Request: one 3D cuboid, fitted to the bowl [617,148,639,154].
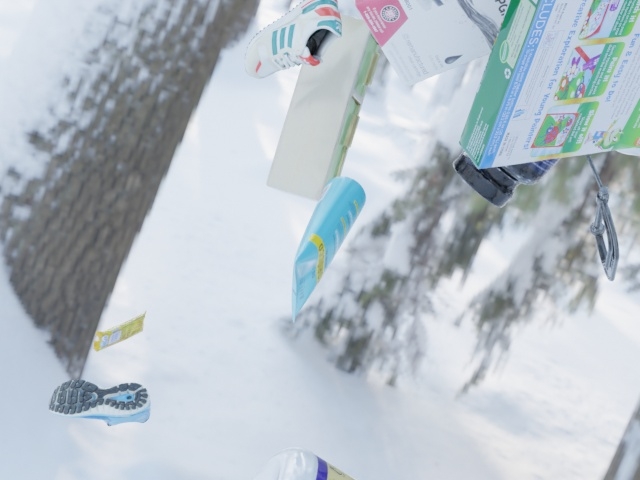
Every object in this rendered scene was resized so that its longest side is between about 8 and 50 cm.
[{"bbox_3d":[0.534,-0.281,2.111,0.134,0.298,0.298,-8,14,-1],"label":"bowl"}]

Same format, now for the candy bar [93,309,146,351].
[{"bbox_3d":[-0.342,0.156,2.027,0.018,0.040,0.161,21,17,19],"label":"candy bar"}]

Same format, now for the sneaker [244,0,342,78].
[{"bbox_3d":[-0.036,-0.253,1.549,0.057,0.161,0.075,27,38,-46],"label":"sneaker"}]

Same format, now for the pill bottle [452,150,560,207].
[{"bbox_3d":[0.288,-0.156,1.616,0.123,0.219,0.123,37,16,-12],"label":"pill bottle"}]

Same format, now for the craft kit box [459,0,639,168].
[{"bbox_3d":[0.299,-0.202,1.302,0.246,0.250,0.061,-6,45,-25],"label":"craft kit box"}]

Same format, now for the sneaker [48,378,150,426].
[{"bbox_3d":[-0.330,0.254,1.761,0.162,0.073,0.063,2,49,12],"label":"sneaker"}]

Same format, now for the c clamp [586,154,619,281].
[{"bbox_3d":[0.394,-0.021,1.633,0.022,0.137,0.161,-13,-30,2],"label":"c clamp"}]

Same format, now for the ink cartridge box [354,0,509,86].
[{"bbox_3d":[0.161,-0.291,1.354,0.158,0.217,0.092,51,23,-47],"label":"ink cartridge box"}]

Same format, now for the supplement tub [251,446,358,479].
[{"bbox_3d":[0.044,0.423,1.402,0.331,0.241,0.241,32,10,-8],"label":"supplement tub"}]

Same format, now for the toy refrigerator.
[{"bbox_3d":[0.011,-0.193,1.742,0.094,0.270,0.102,16,-1,12],"label":"toy refrigerator"}]

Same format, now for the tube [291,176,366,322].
[{"bbox_3d":[0.000,0.000,1.330,0.052,0.080,0.207,7,35,16],"label":"tube"}]
